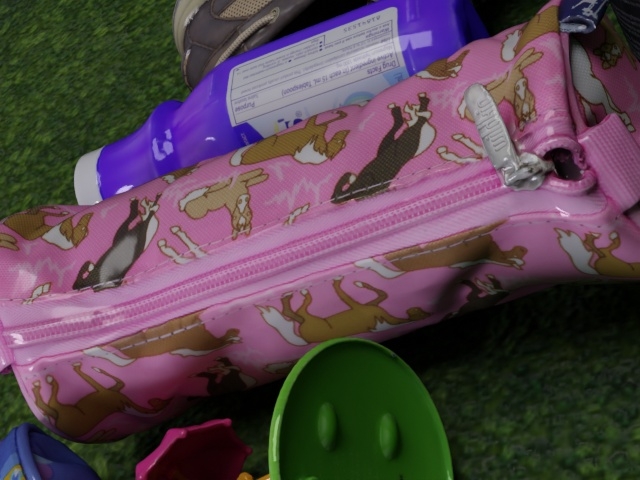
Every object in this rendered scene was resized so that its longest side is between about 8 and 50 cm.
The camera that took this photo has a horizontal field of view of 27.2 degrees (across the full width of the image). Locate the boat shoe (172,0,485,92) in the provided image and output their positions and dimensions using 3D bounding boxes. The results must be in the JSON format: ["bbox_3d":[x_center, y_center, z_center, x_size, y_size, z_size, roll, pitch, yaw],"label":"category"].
[{"bbox_3d":[0.060,-0.173,0.896,0.355,0.132,0.130,-28,50,24],"label":"boat shoe"}]

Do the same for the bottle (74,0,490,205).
[{"bbox_3d":[-0.023,-0.067,0.842,0.283,0.118,0.092,-17,44,21],"label":"bottle"}]

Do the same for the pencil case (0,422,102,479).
[{"bbox_3d":[-0.231,0.237,0.702,0.306,0.119,0.133,-41,45,-5],"label":"pencil case"}]

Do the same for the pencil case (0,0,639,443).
[{"bbox_3d":[0.000,0.000,0.726,0.386,0.167,0.160,-19,48,24],"label":"pencil case"}]

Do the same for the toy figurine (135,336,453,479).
[{"bbox_3d":[-0.031,0.149,0.677,0.159,0.130,0.173,-18,67,40],"label":"toy figurine"}]

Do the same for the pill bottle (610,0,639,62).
[{"bbox_3d":[0.195,-0.211,0.723,0.130,0.245,0.130,-19,44,20],"label":"pill bottle"}]
